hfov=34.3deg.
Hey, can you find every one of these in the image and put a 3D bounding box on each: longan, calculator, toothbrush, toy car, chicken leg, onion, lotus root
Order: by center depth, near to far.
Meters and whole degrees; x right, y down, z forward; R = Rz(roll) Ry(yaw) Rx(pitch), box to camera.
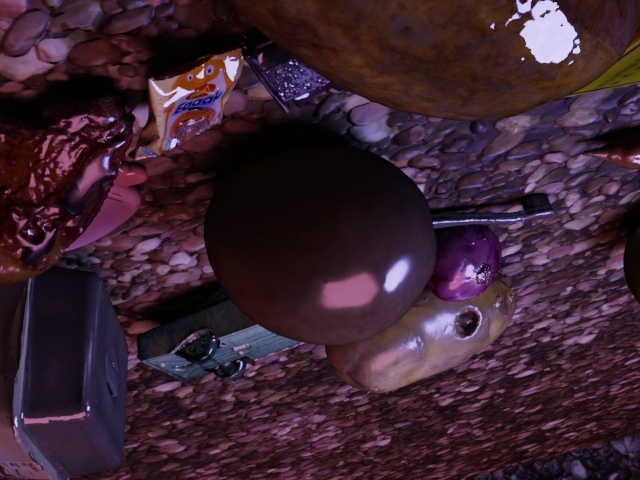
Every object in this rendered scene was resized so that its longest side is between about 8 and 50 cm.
[{"bbox_3d":[0.063,-0.200,0.640,0.250,0.250,0.346,-30,147,28],"label":"lotus root"},{"bbox_3d":[-0.297,-0.035,0.953,0.177,0.083,0.322,26,127,-33],"label":"chicken leg"},{"bbox_3d":[-0.244,-0.031,1.068,0.166,0.024,0.103,-32,150,29],"label":"calculator"},{"bbox_3d":[0.000,0.000,1.075,0.246,0.215,0.246,23,171,4],"label":"longan"},{"bbox_3d":[0.161,-0.028,1.314,0.297,0.031,0.030,-7,163,-16],"label":"toothbrush"},{"bbox_3d":[-0.075,0.101,1.355,0.320,0.097,0.141,-21,155,11],"label":"toy car"},{"bbox_3d":[0.184,0.027,1.373,0.115,0.115,0.104,7,-169,-40],"label":"onion"}]

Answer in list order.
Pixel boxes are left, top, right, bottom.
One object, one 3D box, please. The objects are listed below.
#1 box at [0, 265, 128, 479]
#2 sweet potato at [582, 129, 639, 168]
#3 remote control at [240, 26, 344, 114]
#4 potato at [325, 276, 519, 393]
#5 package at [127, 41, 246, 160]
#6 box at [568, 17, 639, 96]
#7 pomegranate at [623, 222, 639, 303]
[{"bbox_3d":[-0.320,0.156,1.190,0.166,0.221,0.290,-1,155,-2],"label":"box"},{"bbox_3d":[0.371,-0.108,1.251,0.117,0.049,0.049,-4,153,-12],"label":"sweet potato"},{"bbox_3d":[0.130,-0.220,0.854,0.398,0.062,0.144,-23,154,10],"label":"remote control"},{"bbox_3d":[0.141,0.123,1.482,0.296,0.141,0.192,-14,152,-16],"label":"potato"},{"bbox_3d":[-0.114,-0.124,0.910,0.108,0.031,0.121,-31,163,-33],"label":"package"},{"bbox_3d":[0.332,-0.199,0.958,0.220,0.064,0.141,-12,168,-23],"label":"box"},{"bbox_3d":[0.526,0.020,1.455,0.159,0.190,0.241,17,148,-10],"label":"pomegranate"}]
